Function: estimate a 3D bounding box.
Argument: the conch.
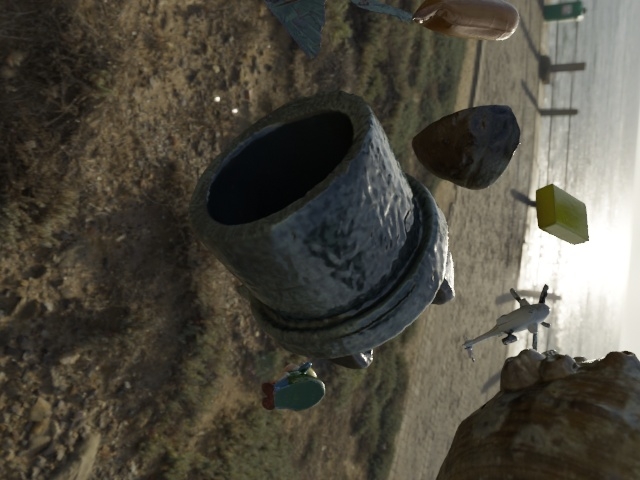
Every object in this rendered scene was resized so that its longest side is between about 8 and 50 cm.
[{"bbox_3d":[0.183,0.228,0.455,0.210,0.352,0.297,-113,-176,-49],"label":"conch"}]

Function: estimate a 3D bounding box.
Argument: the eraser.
[{"bbox_3d":[0.516,-0.053,1.203,0.122,0.045,0.097,21,60,-29],"label":"eraser"}]

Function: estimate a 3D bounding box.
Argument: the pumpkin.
[{"bbox_3d":[0.330,-0.205,1.397,0.148,0.312,0.169,-1,78,-25],"label":"pumpkin"}]

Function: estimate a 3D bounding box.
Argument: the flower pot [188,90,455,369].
[{"bbox_3d":[0.000,0.000,0.710,0.283,0.299,0.299,51,49,-36],"label":"flower pot"}]

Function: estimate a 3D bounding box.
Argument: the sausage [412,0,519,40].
[{"bbox_3d":[0.327,-0.523,1.309,0.328,0.112,0.112,-9,104,-32],"label":"sausage"}]

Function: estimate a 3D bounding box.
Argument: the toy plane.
[{"bbox_3d":[0.435,0.204,1.362,0.107,0.273,0.181,7,77,-37],"label":"toy plane"}]

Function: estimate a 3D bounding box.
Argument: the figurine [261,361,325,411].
[{"bbox_3d":[-0.090,0.418,1.615,0.185,0.234,0.127,-11,98,-15],"label":"figurine"}]

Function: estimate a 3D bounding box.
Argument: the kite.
[{"bbox_3d":[0.011,-0.351,0.781,0.012,0.250,0.229,145,-42,-75],"label":"kite"}]
